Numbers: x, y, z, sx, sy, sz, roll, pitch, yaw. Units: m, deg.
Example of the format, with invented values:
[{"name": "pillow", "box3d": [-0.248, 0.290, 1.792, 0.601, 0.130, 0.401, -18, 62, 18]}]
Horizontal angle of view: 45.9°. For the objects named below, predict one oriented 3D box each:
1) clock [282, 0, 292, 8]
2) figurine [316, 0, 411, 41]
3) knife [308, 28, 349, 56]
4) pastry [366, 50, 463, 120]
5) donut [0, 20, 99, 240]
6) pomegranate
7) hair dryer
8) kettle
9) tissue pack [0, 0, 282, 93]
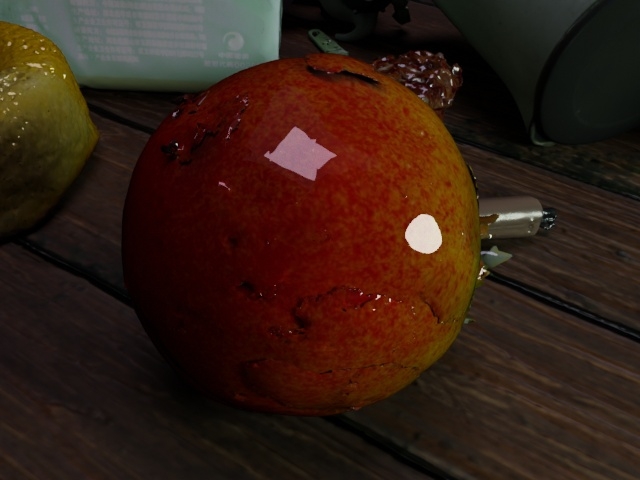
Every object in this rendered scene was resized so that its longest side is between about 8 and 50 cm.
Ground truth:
[{"name": "clock", "box3d": [-0.063, -0.403, 1.029, 0.172, 0.198, 0.064, 15, -1, 42]}, {"name": "figurine", "box3d": [0.048, -0.341, 1.029, 0.147, 0.126, 0.192, -17, 21, -11]}, {"name": "knife", "box3d": [0.025, -0.233, 0.958, 0.030, 0.014, 0.207, -10, 36, -17]}, {"name": "pastry", "box3d": [0.050, -0.114, 0.710, 0.115, 0.097, 0.208, 30, 43, 24]}, {"name": "donut", "box3d": [-0.340, -0.106, 0.649, 0.303, 0.110, 0.302, 3, 35, -2]}, {"name": "pomegranate", "box3d": [0.000, 0.000, 0.447, 0.235, 0.210, 0.210, 12, 25, -36]}, {"name": "hair dryer", "box3d": [0.115, -0.018, 0.619, 0.182, 0.064, 0.117, -2, 32, -23]}, {"name": "kettle", "box3d": [0.282, -0.338, 0.804, 0.250, 0.361, 0.376, 25, 32, -49]}, {"name": "tissue pack", "box3d": [-0.233, -0.337, 0.801, 0.405, 0.331, 0.205, 4, 36, -2]}]
